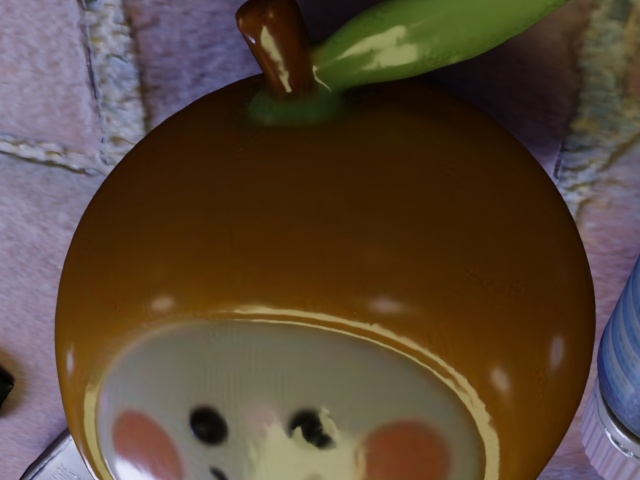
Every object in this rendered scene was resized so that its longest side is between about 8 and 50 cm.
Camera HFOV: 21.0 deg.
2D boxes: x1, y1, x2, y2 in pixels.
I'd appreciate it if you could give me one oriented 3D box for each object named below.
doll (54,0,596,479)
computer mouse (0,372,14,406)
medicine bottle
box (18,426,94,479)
[{"bbox_3d":[0.000,0.000,0.667,0.213,0.213,0.236,4,118,16],"label":"doll"},{"bbox_3d":[-0.237,0.109,1.088,0.079,0.047,0.135,15,154,-3],"label":"computer mouse"},{"bbox_3d":[0.167,0.053,0.779,0.083,0.083,0.203,12,150,2],"label":"medicine bottle"},{"bbox_3d":[-0.103,0.152,1.084,0.129,0.033,0.247,37,145,-8],"label":"box"}]
